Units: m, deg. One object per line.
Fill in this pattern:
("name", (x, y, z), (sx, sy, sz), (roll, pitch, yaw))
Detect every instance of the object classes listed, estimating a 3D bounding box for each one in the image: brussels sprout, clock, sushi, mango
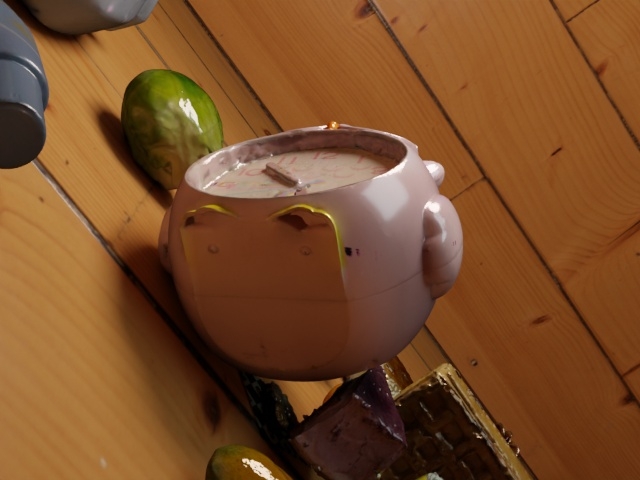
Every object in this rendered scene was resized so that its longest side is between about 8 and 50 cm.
("brussels sprout", (-0.213, -0.163, 1.219), (0.161, 0.144, 0.180), (-154, -132, -67))
("clock", (0.000, 0.000, 1.041), (0.376, 0.369, 0.250), (-54, 140, -60))
("sushi", (-0.048, 0.216, 1.060), (0.126, 0.026, 0.120), (47, 11, -47))
("mango", (-0.043, 0.260, 0.733), (0.115, 0.089, 0.165), (31, 20, -48))

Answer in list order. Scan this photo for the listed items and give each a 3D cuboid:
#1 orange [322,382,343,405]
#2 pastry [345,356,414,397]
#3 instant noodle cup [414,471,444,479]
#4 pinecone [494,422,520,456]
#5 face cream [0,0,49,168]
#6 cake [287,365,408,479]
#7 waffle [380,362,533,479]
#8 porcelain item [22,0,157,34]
("orange", (0.043, 0.253, 1.246), (0.083, 0.084, 0.083), (54, 9, -12))
("pastry", (0.120, 0.274, 1.555), (0.182, 0.093, 0.192), (63, 11, 30))
("instant noodle cup", (0.107, 0.367, 0.926), (0.205, 0.153, 0.205), (55, 9, -13))
("pinecone", (0.251, 0.397, 1.502), (0.207, 0.208, 0.208), (54, 9, -12))
("face cream", (-0.335, -0.193, 0.864), (0.135, 0.086, 0.385), (49, 6, -39))
("cake", (0.042, 0.227, 1.049), (0.112, 0.116, 0.295), (51, 6, 0))
("waffle", (0.171, 0.345, 1.142), (0.308, 0.213, 0.091), (57, 13, 4))
("porcelain item", (-0.369, -0.424, 1.223), (0.242, 0.178, 0.405), (55, 6, -1))
